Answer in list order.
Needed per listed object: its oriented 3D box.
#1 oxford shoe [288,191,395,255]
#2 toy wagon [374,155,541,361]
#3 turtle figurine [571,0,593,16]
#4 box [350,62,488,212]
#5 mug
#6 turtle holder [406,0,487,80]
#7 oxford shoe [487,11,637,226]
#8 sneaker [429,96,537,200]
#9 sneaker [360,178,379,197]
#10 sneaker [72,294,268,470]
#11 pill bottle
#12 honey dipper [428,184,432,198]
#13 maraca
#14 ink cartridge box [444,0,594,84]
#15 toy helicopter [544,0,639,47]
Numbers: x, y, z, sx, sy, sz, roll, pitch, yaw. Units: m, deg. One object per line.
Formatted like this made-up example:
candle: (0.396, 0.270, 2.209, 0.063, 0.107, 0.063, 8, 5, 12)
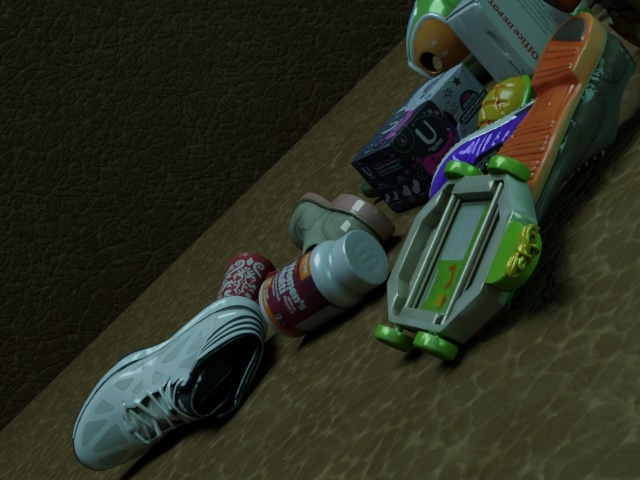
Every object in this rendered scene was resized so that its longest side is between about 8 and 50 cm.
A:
oxford shoe: (0.000, 0.000, 2.072, 0.146, 0.140, 0.397, -54, 12, -13)
toy wagon: (0.189, 0.024, 1.371, 0.267, 0.068, 0.344, -66, 20, -8)
turtle figurine: (0.593, -0.523, 2.015, 0.266, 0.275, 0.197, 120, 162, -51)
box: (0.205, -0.196, 2.051, 0.247, 0.142, 0.163, -49, 13, -24)
mug: (-0.152, 0.106, 2.263, 0.150, 0.113, 0.169, -39, 16, 30)
turtle holder: (0.304, -0.478, 2.478, 0.227, 0.243, 0.320, -58, 17, 15)
oxford shoe: (0.337, -0.127, 1.476, 0.363, 0.133, 0.130, -64, 23, -7)
sneaker: (0.279, -0.119, 1.641, 0.293, 0.102, 0.146, -37, 14, 26)
sneaker: (0.148, -0.136, 2.212, 0.192, 0.064, 0.086, -32, 11, 33)
sneaker: (-0.284, 0.280, 1.940, 0.447, 0.169, 0.257, -40, 10, 3)
pill bottle: (0.005, 0.073, 1.827, 0.221, 0.121, 0.121, -34, 15, 40)
honey dipper: (0.196, -0.054, 1.876, 0.030, 0.030, 0.160, -35, 18, 34)
maraca: (0.311, -0.194, 1.823, 0.127, 0.099, 0.185, -87, 20, -68)
ink cartridge box: (0.410, -0.473, 2.195, 0.273, 0.198, 0.115, -49, 13, -28)
toy helicopter: (0.461, -0.346, 1.588, 0.140, 0.235, 0.355, -57, -23, 8)
